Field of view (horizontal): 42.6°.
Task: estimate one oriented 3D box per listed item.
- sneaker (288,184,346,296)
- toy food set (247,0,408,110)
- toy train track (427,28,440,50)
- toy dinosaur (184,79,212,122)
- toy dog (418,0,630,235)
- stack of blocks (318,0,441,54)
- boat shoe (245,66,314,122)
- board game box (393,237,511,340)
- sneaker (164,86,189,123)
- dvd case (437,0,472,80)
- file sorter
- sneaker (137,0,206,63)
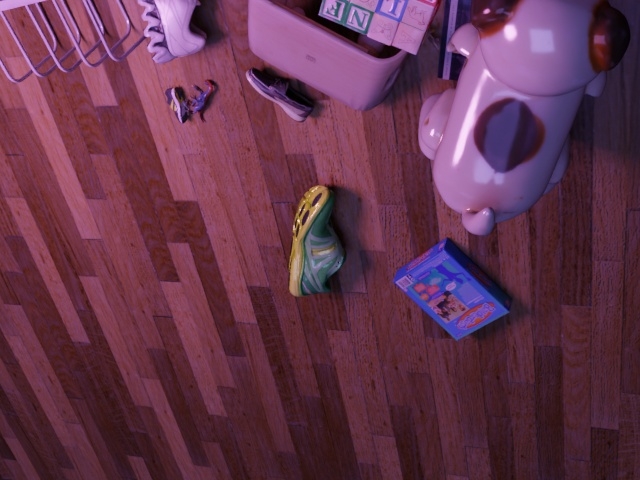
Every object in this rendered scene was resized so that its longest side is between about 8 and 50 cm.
[{"bbox_3d":[0.000,0.000,1.817,0.123,0.109,0.295,4,129,-10],"label":"sneaker"},{"bbox_3d":[0.003,-0.365,1.488,0.306,0.092,0.220,29,166,0],"label":"toy food set"},{"bbox_3d":[0.193,-0.380,1.474,0.014,0.048,0.083,-35,94,5],"label":"toy train track"},{"bbox_3d":[-0.248,-0.300,1.722,0.082,0.047,0.090,-25,147,25],"label":"toy dinosaur"},{"bbox_3d":[0.300,-0.247,1.284,0.284,0.395,0.408,27,141,11],"label":"toy dog"},{"bbox_3d":[0.052,-0.436,1.290,0.297,0.087,0.171,24,132,4],"label":"stack of blocks"},{"bbox_3d":[-0.078,-0.299,1.635,0.152,0.056,0.049,35,127,-19],"label":"boat shoe"},{"bbox_3d":[0.290,0.111,1.805,0.210,0.047,0.160,43,129,-13],"label":"board game box"},{"bbox_3d":[-0.306,-0.290,1.750,0.035,0.031,0.083,11,126,32],"label":"sneaker"},{"bbox_3d":[0.324,-0.348,1.453,0.221,0.018,0.164,11,131,13],"label":"dvd case"},{"bbox_3d":[-0.495,-0.436,1.603,0.278,0.193,0.173,-4,127,25],"label":"file sorter"},{"bbox_3d":[-0.296,-0.485,1.554,0.118,0.110,0.292,-9,124,6],"label":"sneaker"}]
